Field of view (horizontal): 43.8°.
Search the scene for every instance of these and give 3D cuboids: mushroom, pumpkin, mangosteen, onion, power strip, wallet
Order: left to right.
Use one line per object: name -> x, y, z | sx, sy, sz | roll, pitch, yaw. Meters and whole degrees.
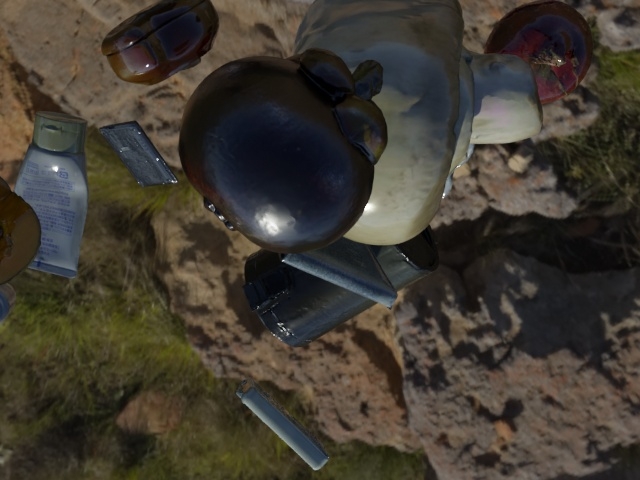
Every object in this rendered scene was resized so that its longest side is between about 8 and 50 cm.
pumpkin -> -0.394, -0.024, 0.894 | 0.119, 0.107, 0.183 | -44, 92, -10
power strip -> -0.061, 0.294, 1.285 | 0.035, 0.081, 0.192 | -45, 100, -3
mangosteen -> -0.015, -0.063, 0.487 | 0.140, 0.140, 0.140 | -2, 121, -3
wallet -> 0.001, -0.002, 1.023 | 0.167, 0.222, 0.036 | 25, 107, -23
mushroom -> 0.084, -0.121, 0.737 | 0.234, 0.254, 0.260 | 5, 81, 0
onion -> 0.494, -0.426, 1.799 | 0.248, 0.161, 0.248 | -2, 82, 14

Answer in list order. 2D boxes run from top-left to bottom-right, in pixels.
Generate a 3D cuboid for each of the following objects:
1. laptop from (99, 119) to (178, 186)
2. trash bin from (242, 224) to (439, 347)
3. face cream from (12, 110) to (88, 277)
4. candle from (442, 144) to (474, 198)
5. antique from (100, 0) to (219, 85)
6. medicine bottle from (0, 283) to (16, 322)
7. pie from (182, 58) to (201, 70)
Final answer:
laptop -> -0.417, -0.195, 1.827 | 0.129, 0.016, 0.180 | -2, 134, 37
trash bin -> 0.036, 0.040, 1.444 | 0.301, 0.203, 0.252 | -31, 162, 23
face cream -> -0.380, -0.064, 1.118 | 0.114, 0.070, 0.224 | 13, 104, 4
candle -> 0.146, -0.144, 1.237 | 0.168, 0.068, 0.192 | 15, 141, -5
antique -> -0.303, -0.397, 1.549 | 0.223, 0.278, 0.129 | -20, 113, 26
medicine bottle -> -0.676, 0.127, 1.649 | 0.080, 0.130, 0.080 | -1, 96, -12
pie -> -0.383, -0.418, 1.884 | 0.195, 0.195, 0.046 | -9, 108, 1
